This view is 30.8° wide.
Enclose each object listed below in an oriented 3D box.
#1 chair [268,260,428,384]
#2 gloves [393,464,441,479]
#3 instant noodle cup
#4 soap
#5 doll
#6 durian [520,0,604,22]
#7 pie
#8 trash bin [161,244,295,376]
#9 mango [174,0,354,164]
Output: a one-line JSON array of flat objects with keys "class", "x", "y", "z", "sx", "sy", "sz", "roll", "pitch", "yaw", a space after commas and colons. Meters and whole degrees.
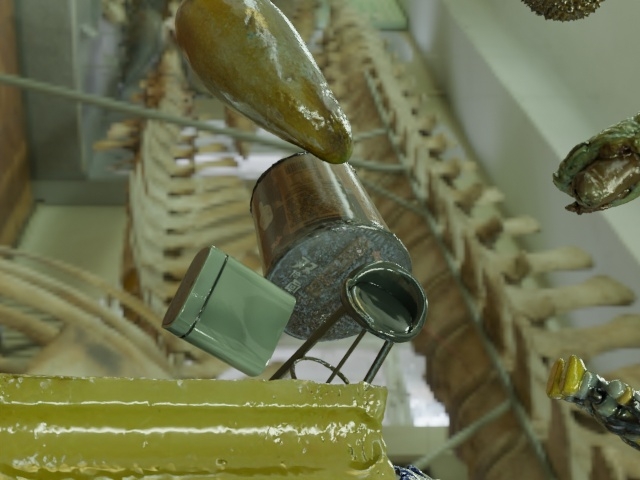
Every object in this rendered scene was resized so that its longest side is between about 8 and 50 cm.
[{"class": "chair", "x": 0.023, "y": 0.128, "z": 1.235, "sx": 0.221, "sy": 0.104, "sz": 0.095, "roll": -56, "pitch": -179, "yaw": 23}, {"class": "gloves", "x": 0.121, "y": 0.299, "z": 1.423, "sx": 0.026, "sy": 0.086, "sz": 0.064, "roll": -58, "pitch": -145, "yaw": 9}, {"class": "instant noodle cup", "x": 0.000, "y": 0.000, "z": 1.661, "sx": 0.207, "sy": 0.217, "sz": 0.217, "roll": -110, "pitch": -163, "yaw": -47}, {"class": "soap", "x": -0.130, "y": 0.148, "z": 0.734, "sx": 0.199, "sy": 0.315, "sz": 0.091, "roll": -34, "pitch": -123, "yaw": 52}, {"class": "doll", "x": 0.403, "y": 0.228, "z": 1.312, "sx": 0.103, "sy": 0.316, "sz": 0.145, "roll": -61, "pitch": 179, "yaw": -37}, {"class": "durian", "x": 0.199, "y": -0.213, "z": 0.928, "sx": 0.091, "sy": 0.080, "sz": 0.080, "roll": 22, "pitch": -66, "yaw": 57}, {"class": "pie", "x": 0.453, "y": -0.130, "z": 1.618, "sx": 0.105, "sy": 0.274, "sz": 0.257, "roll": 60, "pitch": 11, "yaw": -1}, {"class": "trash bin", "x": -0.110, "y": 0.086, "z": 1.411, "sx": 0.059, "sy": 0.130, "sz": 0.116, "roll": -15, "pitch": -134, "yaw": 62}, {"class": "mango", "x": -0.074, "y": -0.223, "z": 1.571, "sx": 0.316, "sy": 0.146, "sz": 0.193, "roll": 50, "pitch": 10, "yaw": 9}]
